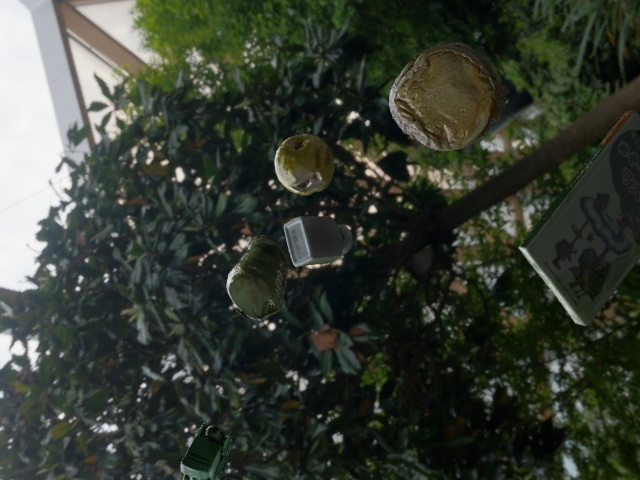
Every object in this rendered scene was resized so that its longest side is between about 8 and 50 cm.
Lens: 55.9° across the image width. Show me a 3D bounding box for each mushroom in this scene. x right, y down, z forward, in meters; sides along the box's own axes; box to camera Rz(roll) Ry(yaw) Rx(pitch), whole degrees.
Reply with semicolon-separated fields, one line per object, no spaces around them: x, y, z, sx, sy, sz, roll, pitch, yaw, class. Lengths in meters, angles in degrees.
-0.104;0.061;1.046;0.100;0.081;0.312;37;-171;-7;mushroom

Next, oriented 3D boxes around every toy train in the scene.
-0.201;0.400;1.048;0.071;0.178;0.104;18;-144;7;toy train

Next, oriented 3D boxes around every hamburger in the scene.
0.304;-0.341;1.426;0.146;0.286;0.243;-77;-21;-62;hamburger

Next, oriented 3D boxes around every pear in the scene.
-0.042;-0.209;1.703;0.178;0.178;0.178;37;-149;-27;pear

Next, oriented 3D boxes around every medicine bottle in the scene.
0.000;0.000;1.715;0.188;0.088;0.132;-2;-108;-47;medicine bottle

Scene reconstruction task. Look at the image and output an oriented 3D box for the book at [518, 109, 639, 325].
0.579;-0.040;1.224;0.260;0.371;0.043;45;170;-26;book
